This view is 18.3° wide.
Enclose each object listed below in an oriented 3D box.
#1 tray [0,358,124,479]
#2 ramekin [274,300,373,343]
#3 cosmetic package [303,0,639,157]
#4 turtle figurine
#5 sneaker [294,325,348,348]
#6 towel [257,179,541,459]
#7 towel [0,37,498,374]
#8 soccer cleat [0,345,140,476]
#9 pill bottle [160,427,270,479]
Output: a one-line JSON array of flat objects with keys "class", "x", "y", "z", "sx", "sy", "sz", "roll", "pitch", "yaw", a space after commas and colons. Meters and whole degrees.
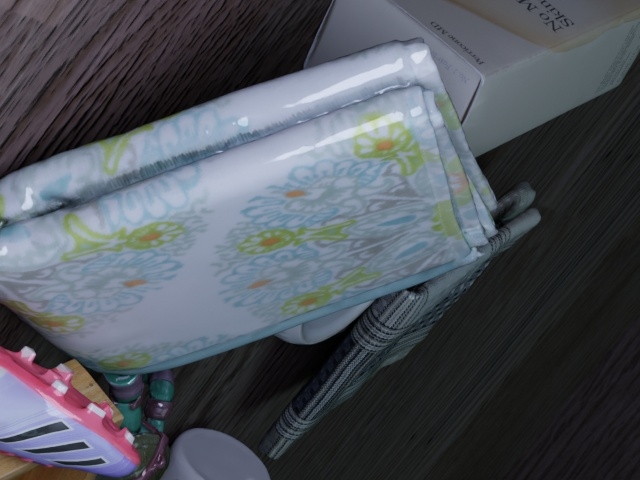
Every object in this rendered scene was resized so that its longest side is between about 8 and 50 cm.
[{"class": "tray", "x": -0.351, "y": 0.242, "z": 1.496, "sx": 0.411, "sy": 0.076, "sz": 0.203, "roll": -23, "pitch": 153, "yaw": -41}, {"class": "ramekin", "x": 0.000, "y": 0.000, "z": 1.824, "sx": 0.207, "sy": 0.109, "sz": 0.207, "roll": -41, "pitch": 159, "yaw": -19}, {"class": "cosmetic package", "x": 0.149, "y": -0.182, "z": 1.726, "sx": 0.309, "sy": 0.160, "sz": 0.113, "roll": -27, "pitch": 151, "yaw": -49}, {"class": "turtle figurine", "x": -0.185, "y": 0.169, "z": 1.754, "sx": 0.175, "sy": 0.118, "sz": 0.234, "roll": -43, "pitch": 155, "yaw": -15}, {"class": "sneaker", "x": 0.022, "y": 0.055, "z": 2.057, "sx": 0.170, "sy": 0.063, "sz": 0.075, "roll": -36, "pitch": 162, "yaw": -28}, {"class": "towel", "x": 0.095, "y": 0.090, "z": 2.169, "sx": 0.324, "sy": 0.056, "sz": 0.312, "roll": -36, "pitch": 168, "yaw": -51}, {"class": "towel", "x": -0.061, "y": -0.015, "z": 1.499, "sx": 0.374, "sy": 0.090, "sz": 0.320, "roll": -20, "pitch": 157, "yaw": 5}, {"class": "soccer cleat", "x": -0.238, "y": 0.122, "z": 1.447, "sx": 0.248, "sy": 0.083, "sz": 0.095, "roll": 37, "pitch": 92, "yaw": -37}, {"class": "pill bottle", "x": -0.148, "y": 0.308, "z": 2.083, "sx": 0.117, "sy": 0.117, "sz": 0.208, "roll": -15, "pitch": 141, "yaw": -58}]
